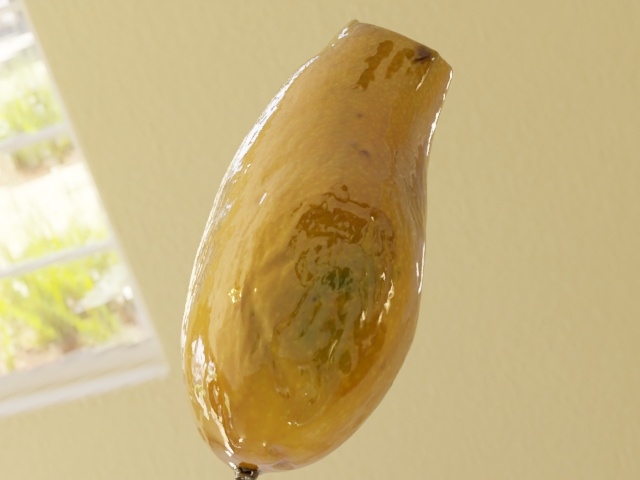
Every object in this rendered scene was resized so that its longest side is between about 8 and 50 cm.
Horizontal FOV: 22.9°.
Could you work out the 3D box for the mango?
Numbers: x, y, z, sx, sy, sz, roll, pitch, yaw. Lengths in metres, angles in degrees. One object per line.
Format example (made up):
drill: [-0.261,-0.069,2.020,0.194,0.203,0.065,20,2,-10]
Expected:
mango: [-0.002,-0.001,1.098,0.187,0.144,0.359,-25,41,44]
